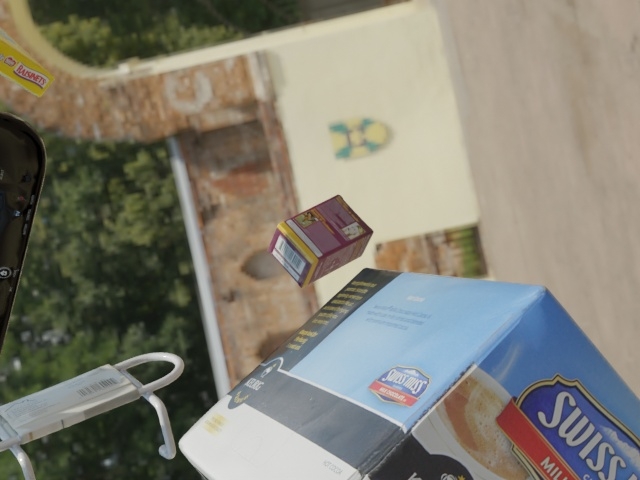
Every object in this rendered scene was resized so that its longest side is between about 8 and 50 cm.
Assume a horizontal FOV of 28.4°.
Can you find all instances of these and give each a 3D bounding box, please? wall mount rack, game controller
[{"bbox_3d":[-0.367,0.265,1.827,0.304,0.350,0.130,22,127,58],"label":"wall mount rack"},{"bbox_3d":[-0.349,0.010,1.124,0.067,0.167,0.319,-92,20,-54],"label":"game controller"}]

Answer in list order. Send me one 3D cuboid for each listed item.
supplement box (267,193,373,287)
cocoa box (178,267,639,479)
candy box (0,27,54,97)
[{"bbox_3d":[0.000,0.000,1.211,0.055,0.083,0.043,48,141,21],"label":"supplement box"},{"bbox_3d":[0.080,0.177,0.924,0.231,0.228,0.347,50,167,-12],"label":"cocoa box"},{"bbox_3d":[-0.305,-0.194,1.012,0.206,0.027,0.105,41,-179,28],"label":"candy box"}]
